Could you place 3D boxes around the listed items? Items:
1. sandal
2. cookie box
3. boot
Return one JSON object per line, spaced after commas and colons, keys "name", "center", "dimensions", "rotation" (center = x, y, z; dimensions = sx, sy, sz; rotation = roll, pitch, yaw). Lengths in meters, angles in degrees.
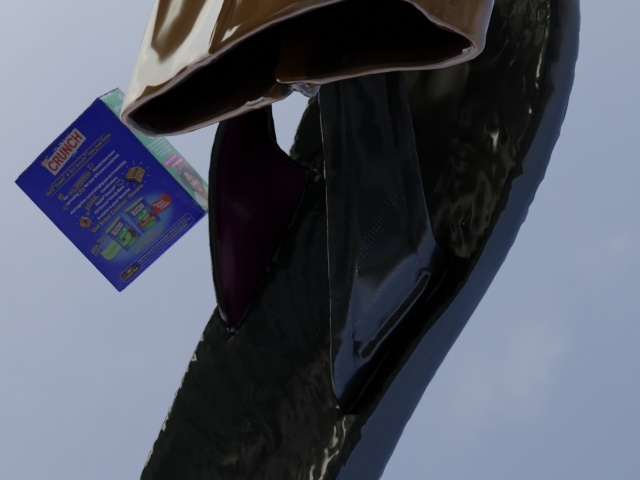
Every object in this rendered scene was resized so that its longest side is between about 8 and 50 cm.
{"name": "sandal", "center": [0.001, 0.002, 0.687], "dimensions": [0.168, 0.107, 0.445], "rotation": [26, -83, 44]}
{"name": "cookie box", "center": [-0.139, -0.035, 0.934], "dimensions": [0.092, 0.040, 0.107], "rotation": [-41, -84, 19]}
{"name": "boot", "center": [-0.008, -0.162, 0.475], "dimensions": [0.264, 0.096, 0.280], "rotation": [-1, -111, 47]}
